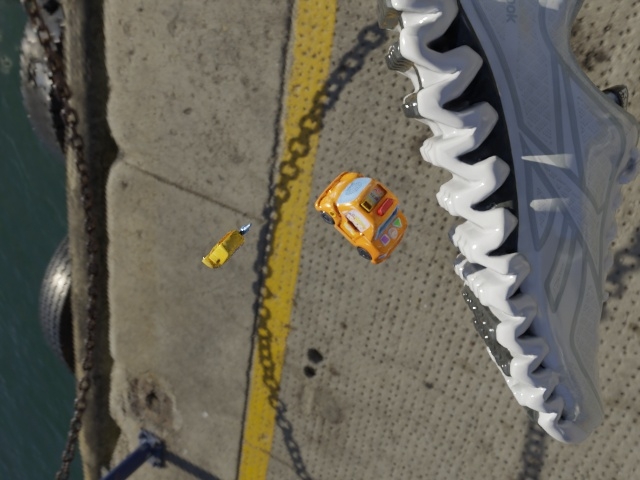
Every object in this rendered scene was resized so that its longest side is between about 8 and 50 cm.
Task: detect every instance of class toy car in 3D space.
[{"bbox_3d":[0.000,0.000,0.394,0.060,0.122,0.040,60,154,1],"label":"toy car"}]

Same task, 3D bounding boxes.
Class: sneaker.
[{"bbox_3d":[0.126,-0.019,0.385,0.118,0.110,0.292,-19,105,3],"label":"sneaker"}]
